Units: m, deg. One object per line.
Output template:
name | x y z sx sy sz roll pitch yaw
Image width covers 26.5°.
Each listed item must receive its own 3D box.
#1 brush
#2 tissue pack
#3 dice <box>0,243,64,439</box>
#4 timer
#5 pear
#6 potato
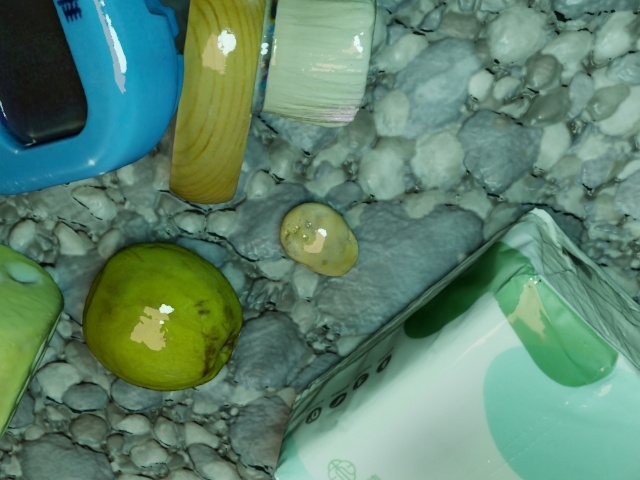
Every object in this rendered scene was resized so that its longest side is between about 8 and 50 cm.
brush | -0.050 -0.141 1.253 0.166 0.174 0.267 8 126 -8
tissue pack | 0.170 0.176 1.361 0.266 0.194 0.356 42 114 -15
dice | -0.374 0.104 1.404 0.169 0.166 0.169 26 117 -7
timer | -0.262 -0.214 1.185 0.309 0.115 0.340 -8 103 44
pear | -0.161 0.079 1.379 0.162 0.149 0.149 25 117 -2
potato | 0.000 0.000 1.374 0.083 0.062 0.068 31 134 -32
